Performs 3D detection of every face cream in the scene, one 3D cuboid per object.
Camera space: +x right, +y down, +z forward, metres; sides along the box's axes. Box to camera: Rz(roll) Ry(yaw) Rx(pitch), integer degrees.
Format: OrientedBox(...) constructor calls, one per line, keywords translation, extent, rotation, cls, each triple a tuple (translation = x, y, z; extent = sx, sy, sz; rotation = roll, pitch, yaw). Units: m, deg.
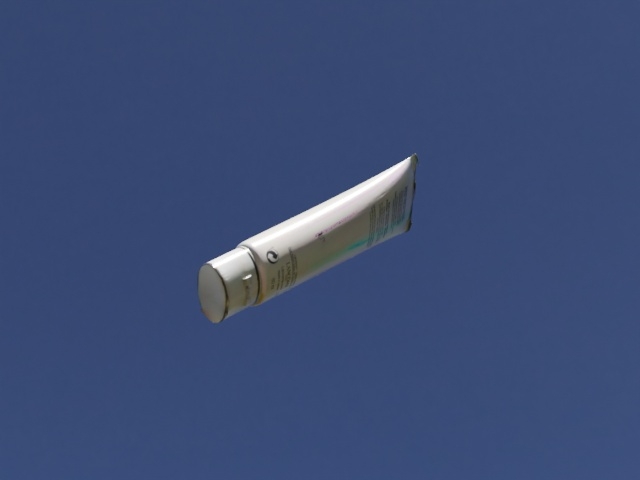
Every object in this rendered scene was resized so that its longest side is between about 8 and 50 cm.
OrientedBox(translation=(0.000, 0.000, 0.567), extent=(0.115, 0.020, 0.038), rotation=(-26, -47, -37), cls="face cream")
